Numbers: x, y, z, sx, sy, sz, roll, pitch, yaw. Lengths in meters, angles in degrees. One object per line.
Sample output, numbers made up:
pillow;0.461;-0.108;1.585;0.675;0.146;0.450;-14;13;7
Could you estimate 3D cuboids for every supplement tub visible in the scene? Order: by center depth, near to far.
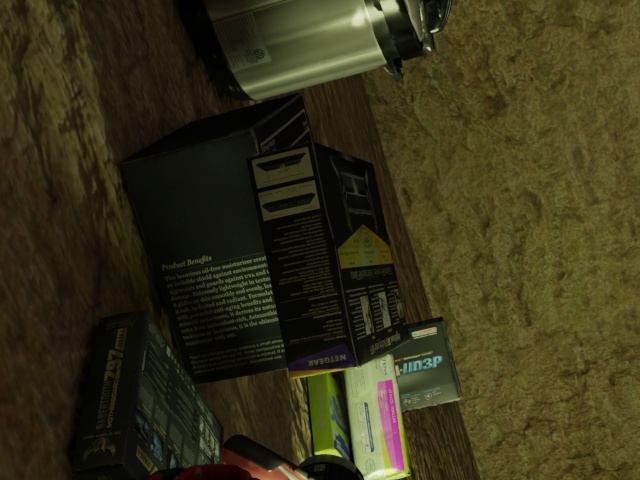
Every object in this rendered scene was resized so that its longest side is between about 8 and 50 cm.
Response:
supplement tub;0.003;0.408;1.491;0.190;0.117;0.117;-72;147;-66

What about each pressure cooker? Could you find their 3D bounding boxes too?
pressure cooker;0.006;-0.437;1.672;0.370;0.420;0.375;31;47;-72

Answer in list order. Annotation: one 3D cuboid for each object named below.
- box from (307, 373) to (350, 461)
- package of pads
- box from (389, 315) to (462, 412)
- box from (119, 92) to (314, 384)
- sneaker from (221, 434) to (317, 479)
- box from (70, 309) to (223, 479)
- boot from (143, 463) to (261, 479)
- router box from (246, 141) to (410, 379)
box;0.015;0.325;1.809;0.109;0.042;0.178;58;21;-55
package of pads;0.100;0.323;1.911;0.296;0.101;0.229;75;7;-86
box;0.171;0.269;2.146;0.051;0.220;0.175;-48;125;-81
box;-0.094;-0.014;1.333;0.296;0.183;0.294;-57;134;-71
sneaker;-0.057;0.362;1.242;0.136;0.116;0.314;-48;137;-26
box;-0.169;0.213;1.057;0.232;0.059;0.183;66;16;-45
boot;-0.092;0.354;0.962;0.377;0.138;0.284;-5;97;-70
router box;0.019;0.021;1.210;0.309;0.081;0.242;3;75;-75
